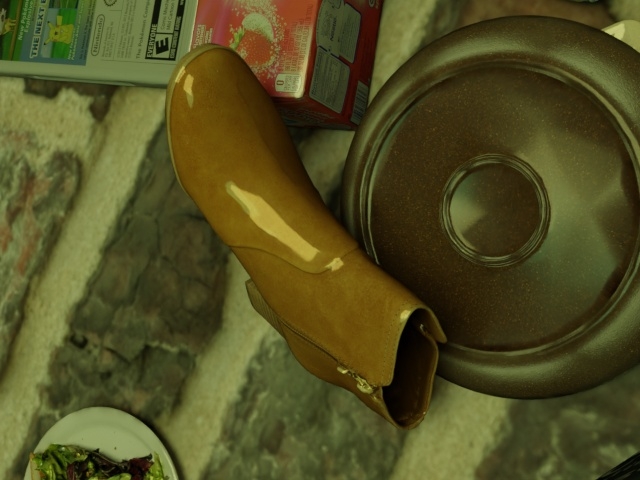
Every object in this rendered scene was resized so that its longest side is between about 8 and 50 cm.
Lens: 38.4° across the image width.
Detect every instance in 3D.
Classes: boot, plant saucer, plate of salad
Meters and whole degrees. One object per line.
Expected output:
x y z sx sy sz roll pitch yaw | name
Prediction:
-0.001 0.001 0.702 0.104 0.295 0.211 -36 41 -23 | boot
0.143 -0.024 0.726 0.311 0.050 0.310 1 93 29 | plant saucer
-0.222 0.263 0.896 0.200 0.048 0.199 -4 81 25 | plate of salad

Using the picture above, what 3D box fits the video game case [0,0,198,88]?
-0.227 -0.330 0.981 0.300 0.036 0.328 9 88 26 | video game case

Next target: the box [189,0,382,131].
-0.021 -0.236 0.817 0.123 0.128 0.256 8 87 26 | box

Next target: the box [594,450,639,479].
0.399 0.110 0.351 0.480 0.472 0.297 -36 69 25 | box

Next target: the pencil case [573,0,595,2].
0.154 -0.276 0.662 0.114 0.273 0.124 -5 74 32 | pencil case

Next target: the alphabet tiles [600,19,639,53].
0.319 -0.062 0.691 0.284 0.021 0.277 -23 74 21 | alphabet tiles
